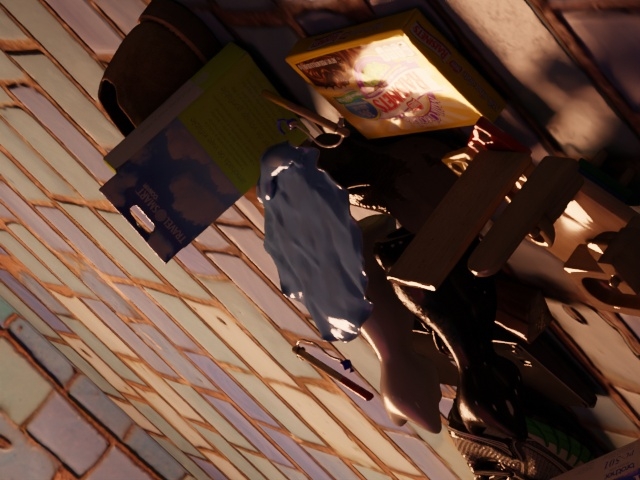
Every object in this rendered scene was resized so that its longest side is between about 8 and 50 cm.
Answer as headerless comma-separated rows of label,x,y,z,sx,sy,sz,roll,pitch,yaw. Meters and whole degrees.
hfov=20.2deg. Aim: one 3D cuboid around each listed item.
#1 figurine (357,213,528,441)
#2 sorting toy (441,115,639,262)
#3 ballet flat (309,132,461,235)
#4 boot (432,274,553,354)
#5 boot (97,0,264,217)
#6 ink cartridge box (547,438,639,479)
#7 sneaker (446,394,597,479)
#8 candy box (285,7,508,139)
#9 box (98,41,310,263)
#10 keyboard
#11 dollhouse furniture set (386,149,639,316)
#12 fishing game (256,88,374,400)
figurine,0.091,0.083,1.620,0.215,0.092,0.209,-5,109,61
sorting toy,0.218,-0.013,1.346,0.274,0.046,0.132,35,162,10
ballet flat,0.072,-0.048,1.521,0.058,0.084,0.250,16,179,-35
boot,0.159,0.077,1.650,0.114,0.037,0.106,23,126,35
boot,-0.103,-0.083,1.697,0.112,0.115,0.305,15,153,47
ink cartridge box,0.261,0.281,1.803,0.207,0.046,0.097,-30,117,29
sneaker,0.227,0.284,1.907,0.134,0.146,0.343,17,152,47
candy box,0.056,-0.127,1.417,0.105,0.027,0.206,41,163,-19
box,-0.108,-0.077,1.605,0.109,0.178,0.042,51,175,-33
keyboard,0.129,0.094,1.818,0.201,0.033,0.317,40,162,-24
dollhouse furniture set,0.165,0.034,1.283,0.151,0.123,0.144,47,161,-27
fishing game,0.000,0.000,1.566,0.189,0.041,0.264,25,129,56
